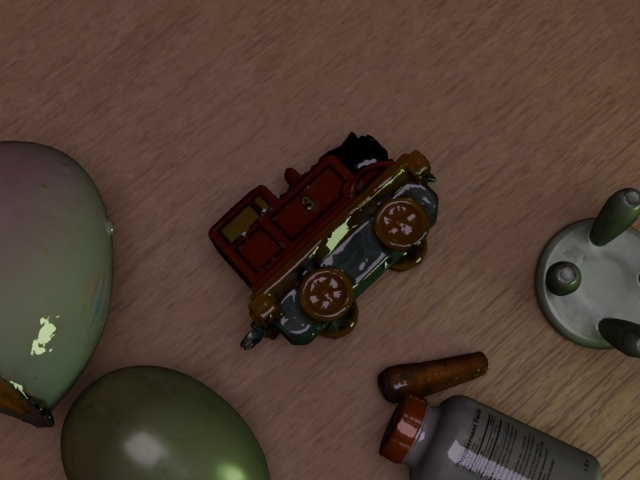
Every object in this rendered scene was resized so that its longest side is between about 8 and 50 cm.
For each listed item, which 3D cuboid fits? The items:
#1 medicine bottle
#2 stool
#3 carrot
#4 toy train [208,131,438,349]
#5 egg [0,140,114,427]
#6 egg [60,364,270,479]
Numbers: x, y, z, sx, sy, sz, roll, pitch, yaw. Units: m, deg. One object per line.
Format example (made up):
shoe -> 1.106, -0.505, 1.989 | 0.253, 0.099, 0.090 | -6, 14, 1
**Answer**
medicine bottle -> 0.230, 0.314, 1.732 | 0.288, 0.157, 0.157 | 25, 82, 0
stool -> 0.420, 0.049, 1.760 | 0.195, 0.199, 0.195 | 42, 80, 3
carrot -> 0.162, 0.195, 1.798 | 0.161, 0.055, 0.055 | -11, 83, -11
toy train -> 0.000, 0.000, 1.761 | 0.369, 0.163, 0.231 | -43, 79, -8
egg -> -0.429, 0.022, 1.636 | 0.354, 0.354, 0.340 | 25, 69, 0
egg -> -0.203, 0.289, 1.678 | 0.295, 0.218, 0.218 | 22, 81, -14
